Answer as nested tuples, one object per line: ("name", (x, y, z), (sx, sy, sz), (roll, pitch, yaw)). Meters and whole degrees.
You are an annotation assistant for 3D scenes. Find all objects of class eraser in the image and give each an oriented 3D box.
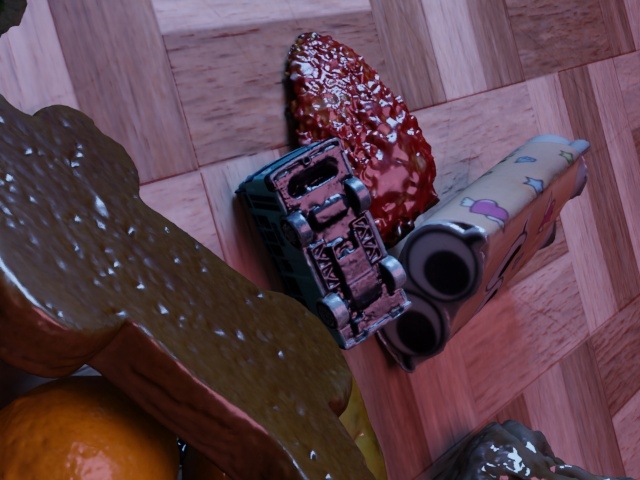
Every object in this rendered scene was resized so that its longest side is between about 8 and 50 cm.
("eraser", (0.165, -0.002, 1.171), (0.087, 0.171, 0.290), (36, 34, 14))

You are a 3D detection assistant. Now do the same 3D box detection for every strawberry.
("strawberry", (0.040, -0.086, 1.062), (0.208, 0.087, 0.167), (61, 39, -20))

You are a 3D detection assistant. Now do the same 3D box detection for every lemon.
("lemon", (-0.144, 0.138, 0.711), (0.155, 0.114, 0.114), (-9, 88, -59))

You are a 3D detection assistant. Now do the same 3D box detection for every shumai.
("shumai", (0.209, 0.273, 1.106), (0.218, 0.185, 0.184), (-39, 112, -52))

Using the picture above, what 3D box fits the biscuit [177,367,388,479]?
("biscuit", (-0.016, 0.175, 0.853), (0.203, 0.041, 0.260), (28, 50, -30))

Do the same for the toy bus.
("toy bus", (0.000, 0.000, 0.973), (0.079, 0.091, 0.160), (-32, 109, -24))

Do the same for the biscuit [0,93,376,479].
("biscuit", (-0.143, 0.014, 0.706), (0.432, 0.064, 0.283), (39, 16, -20))

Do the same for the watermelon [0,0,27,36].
("watermelon", (-0.251, -0.226, 0.663), (0.146, 0.128, 0.231), (-12, 79, -42))
